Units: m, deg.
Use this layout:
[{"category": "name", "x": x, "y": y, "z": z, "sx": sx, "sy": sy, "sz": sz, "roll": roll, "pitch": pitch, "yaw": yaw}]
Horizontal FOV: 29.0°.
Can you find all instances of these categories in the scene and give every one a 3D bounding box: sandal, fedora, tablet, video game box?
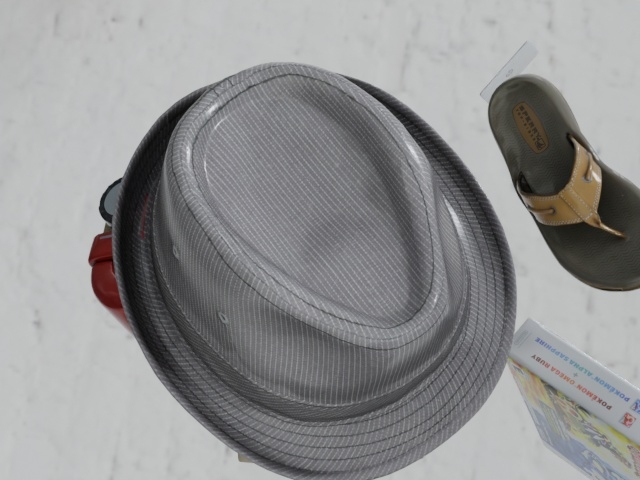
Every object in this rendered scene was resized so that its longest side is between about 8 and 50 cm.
[{"category": "sandal", "x": 0.197, "y": -0.051, "z": 0.992, "sx": 0.060, "sy": 0.090, "sz": 0.219, "roll": 20, "pitch": 40, "yaw": -56}, {"category": "fedora", "x": 0.000, "y": 0.000, "z": 0.739, "sx": 0.275, "sy": 0.243, "sz": 0.124, "roll": 58, "pitch": -13, "yaw": 14}, {"category": "tablet", "x": 0.219, "y": -0.193, "z": 1.430, "sx": 0.083, "sy": 0.006, "sz": 0.054, "roll": -49, "pitch": 159, "yaw": 9}, {"category": "video game box", "x": 0.258, "y": 0.174, "z": 1.073, "sx": 0.048, "sy": 0.187, "sz": 0.205, "roll": -48, "pitch": 143, "yaw": -13}]

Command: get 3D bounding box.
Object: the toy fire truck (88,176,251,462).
[{"category": "toy fire truck", "x": -0.100, "y": 0.068, "z": 1.145, "sx": 0.158, "sy": 0.217, "sz": 0.246, "roll": 56, "pitch": 32, "yaw": -47}]
